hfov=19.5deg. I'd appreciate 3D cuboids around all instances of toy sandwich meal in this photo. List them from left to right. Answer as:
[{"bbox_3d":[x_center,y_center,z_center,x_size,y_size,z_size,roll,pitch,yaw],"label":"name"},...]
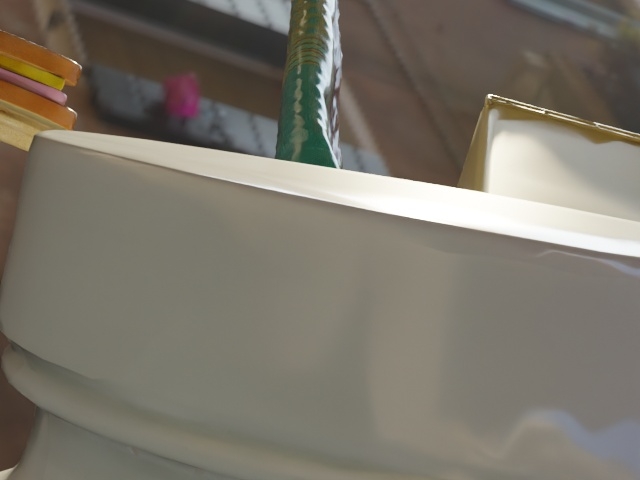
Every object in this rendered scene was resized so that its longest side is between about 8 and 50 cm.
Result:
[{"bbox_3d":[-0.104,-0.049,0.560,0.085,0.085,0.029,20,-92,61],"label":"toy sandwich meal"}]

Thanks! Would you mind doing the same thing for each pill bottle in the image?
[{"bbox_3d":[-0.011,0.190,0.422,0.229,0.229,0.408,17,-81,61],"label":"pill bottle"}]

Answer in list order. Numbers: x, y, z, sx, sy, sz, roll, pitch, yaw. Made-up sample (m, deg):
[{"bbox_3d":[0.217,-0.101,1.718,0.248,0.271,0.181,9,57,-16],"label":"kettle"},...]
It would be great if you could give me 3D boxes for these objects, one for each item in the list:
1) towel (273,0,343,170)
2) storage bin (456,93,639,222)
[{"bbox_3d":[0.000,0.000,1.091,0.370,0.040,0.271,-86,176,-61],"label":"towel"},{"bbox_3d":[0.198,0.033,1.111,0.262,0.260,0.123,-72,177,-70],"label":"storage bin"}]
